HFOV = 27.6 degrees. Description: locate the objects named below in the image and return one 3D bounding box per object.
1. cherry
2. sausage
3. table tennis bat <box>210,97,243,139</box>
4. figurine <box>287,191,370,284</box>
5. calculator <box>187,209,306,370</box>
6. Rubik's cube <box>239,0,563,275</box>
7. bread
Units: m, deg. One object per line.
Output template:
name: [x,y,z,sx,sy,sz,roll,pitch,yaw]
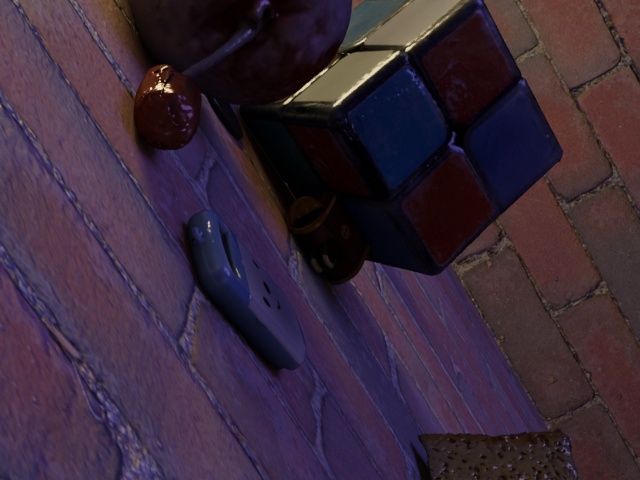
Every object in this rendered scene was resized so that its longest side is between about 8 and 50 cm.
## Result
cherry: [-0.123,-0.345,1.668,0.335,0.291,0.326,55,-2,23]
sausage: [-0.167,-0.144,1.419,0.076,0.076,0.141,56,8,-24]
table tennis bat: [-0.153,-0.213,1.888,0.158,0.014,0.095,57,11,-32]
figurine: [0.000,-0.001,1.925,0.154,0.082,0.098,54,31,-32]
calculator: [-0.079,0.054,1.385,0.210,0.039,0.121,52,10,-38]
Rubik's cube: [0.121,-0.167,2.007,0.318,0.313,0.316,57,-20,-23]
bread: [0.253,0.446,1.917,0.248,0.279,0.315,-101,-158,-62]
